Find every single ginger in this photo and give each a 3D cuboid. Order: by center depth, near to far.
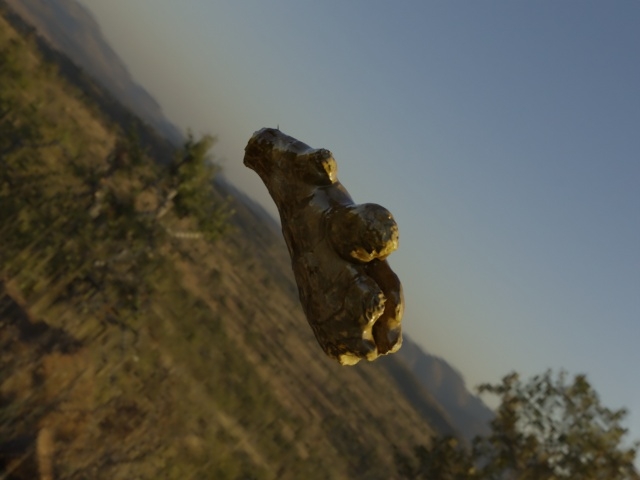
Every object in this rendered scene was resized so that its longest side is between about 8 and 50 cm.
[{"bbox_3d":[0.004,-0.005,1.525,0.375,0.166,0.236,58,-13,0],"label":"ginger"}]
